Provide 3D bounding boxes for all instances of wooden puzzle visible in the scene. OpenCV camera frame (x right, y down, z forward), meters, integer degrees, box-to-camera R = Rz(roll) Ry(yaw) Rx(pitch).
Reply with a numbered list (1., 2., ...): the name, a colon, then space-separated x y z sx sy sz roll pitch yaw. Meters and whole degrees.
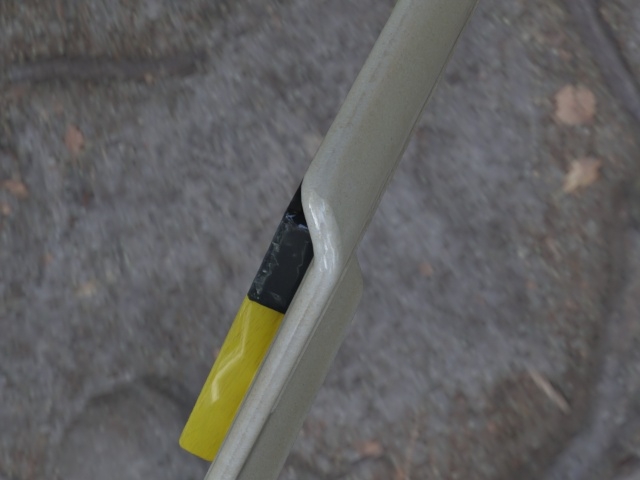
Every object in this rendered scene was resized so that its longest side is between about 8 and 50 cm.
1. wooden puzzle: 0.000 0.000 0.840 0.044 0.221 0.239 23 134 4
